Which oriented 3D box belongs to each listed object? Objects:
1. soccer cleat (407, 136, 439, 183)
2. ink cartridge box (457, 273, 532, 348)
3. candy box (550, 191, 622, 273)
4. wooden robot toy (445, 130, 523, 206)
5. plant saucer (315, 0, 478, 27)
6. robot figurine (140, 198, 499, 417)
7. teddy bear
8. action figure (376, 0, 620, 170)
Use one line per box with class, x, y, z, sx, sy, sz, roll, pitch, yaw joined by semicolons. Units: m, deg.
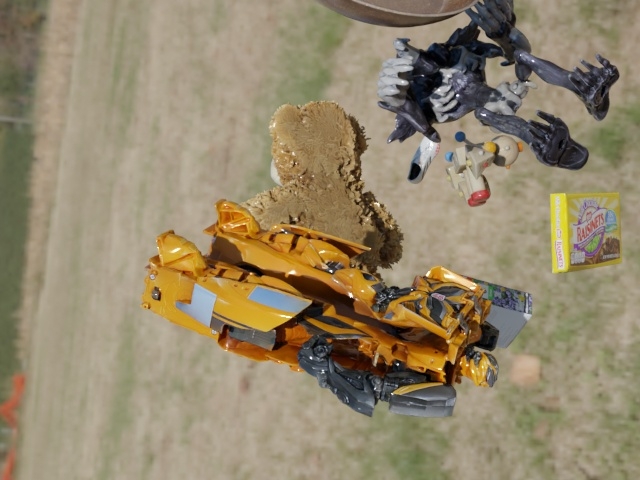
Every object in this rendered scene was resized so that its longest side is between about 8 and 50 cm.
soccer cleat;0.147;-0.119;1.661;0.083;0.029;0.035;-65;-18;13
ink cartridge box;0.136;0.063;1.097;0.063;0.115;0.029;115;167;-50
candy box;0.364;-0.014;1.577;0.027;0.206;0.105;-4;91;34
wooden robot toy;0.192;-0.084;1.303;0.173;0.079;0.076;91;160;-81
plant saucer;0.037;-0.230;0.941;0.198;0.199;0.036;-99;24;-43
robot figurine;0.011;0.055;0.964;0.211;0.291;0.085;-40;-36;-61
teddy bear;0.000;0.000;1.434;0.338;0.245;0.113;66;153;1
action figure;0.139;-0.158;1.080;0.164;0.141;0.276;-51;40;-11
